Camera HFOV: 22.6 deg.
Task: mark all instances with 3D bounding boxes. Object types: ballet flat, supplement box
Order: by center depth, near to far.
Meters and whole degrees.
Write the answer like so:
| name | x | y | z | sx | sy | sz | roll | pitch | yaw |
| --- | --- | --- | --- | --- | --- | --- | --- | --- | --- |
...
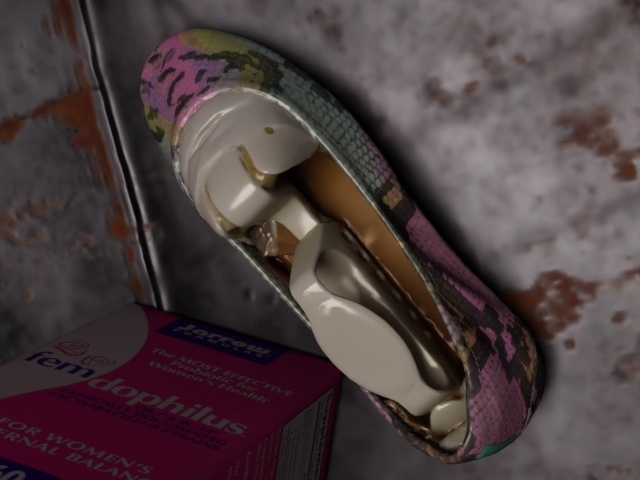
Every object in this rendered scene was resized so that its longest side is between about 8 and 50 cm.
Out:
| name | x | y | z | sx | sy | sz | roll | pitch | yaw |
| --- | --- | --- | --- | --- | --- | --- | --- | --- | --- |
| supplement box | -0.086 | 0.112 | 0.623 | 0.111 | 0.220 | 0.114 | 15 | 105 | 18 |
| ballet flat | 0.000 | 0.000 | 0.640 | 0.221 | 0.079 | 0.077 | 48 | 115 | 7 |
